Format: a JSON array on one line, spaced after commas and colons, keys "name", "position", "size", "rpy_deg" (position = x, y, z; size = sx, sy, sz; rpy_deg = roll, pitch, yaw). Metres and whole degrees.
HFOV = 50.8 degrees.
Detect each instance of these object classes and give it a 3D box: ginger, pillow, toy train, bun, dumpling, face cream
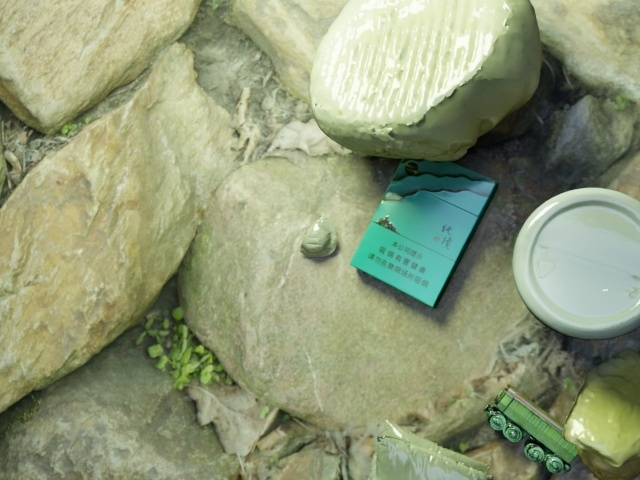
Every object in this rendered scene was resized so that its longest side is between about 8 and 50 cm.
[{"name": "ginger", "position": [0.432, 0.257, 0.964], "size": [0.115, 0.122, 0.193], "rpy_deg": [22, 55, 37]}, {"name": "pillow", "position": [0.161, 0.375, 1.034], "size": [0.181, 0.078, 0.134], "rpy_deg": [18, 91, 17]}, {"name": "toy train", "position": [0.319, 0.286, 1.013], "size": [0.148, 0.038, 0.071], "rpy_deg": [37, 95, 19]}, {"name": "bun", "position": [0.168, -0.263, 1.049], "size": [0.360, 0.211, 0.360], "rpy_deg": [-13, 61, 25]}, {"name": "dumpling", "position": [0.000, 0.000, 1.161], "size": [0.059, 0.043, 0.077], "rpy_deg": [37, 91, -2]}, {"name": "face cream", "position": [0.377, 0.039, 0.950], "size": [0.201, 0.187, 0.201], "rpy_deg": [-3, 81, 18]}]

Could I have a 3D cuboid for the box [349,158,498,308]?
[{"name": "box", "position": [0.168, -0.025, 1.106], "size": [0.161, 0.042, 0.226], "rpy_deg": [28, 91, 20]}]
